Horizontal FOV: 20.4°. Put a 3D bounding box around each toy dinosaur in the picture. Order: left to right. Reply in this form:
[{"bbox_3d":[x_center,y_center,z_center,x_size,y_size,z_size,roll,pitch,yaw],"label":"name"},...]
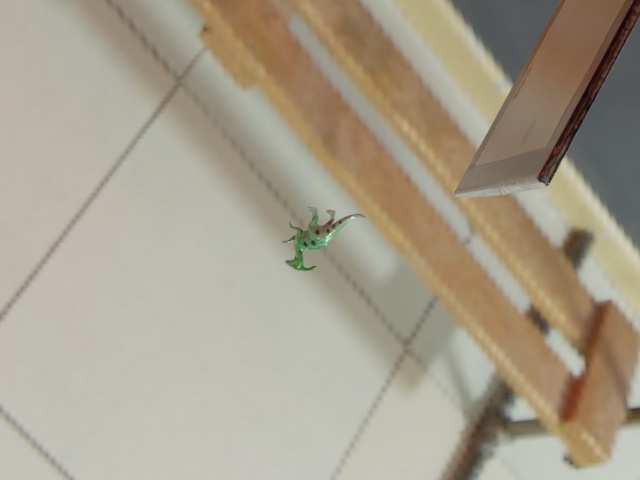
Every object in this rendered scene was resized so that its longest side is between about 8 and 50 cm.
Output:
[{"bbox_3d":[0.000,0.000,1.697,0.021,0.083,0.062,20,76,-64],"label":"toy dinosaur"}]

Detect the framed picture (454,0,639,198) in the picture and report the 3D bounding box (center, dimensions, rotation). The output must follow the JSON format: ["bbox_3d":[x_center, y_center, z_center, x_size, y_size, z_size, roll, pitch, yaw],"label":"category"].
[{"bbox_3d":[0.220,-0.158,1.606,0.016,0.347,0.265,29,85,-6],"label":"framed picture"}]
